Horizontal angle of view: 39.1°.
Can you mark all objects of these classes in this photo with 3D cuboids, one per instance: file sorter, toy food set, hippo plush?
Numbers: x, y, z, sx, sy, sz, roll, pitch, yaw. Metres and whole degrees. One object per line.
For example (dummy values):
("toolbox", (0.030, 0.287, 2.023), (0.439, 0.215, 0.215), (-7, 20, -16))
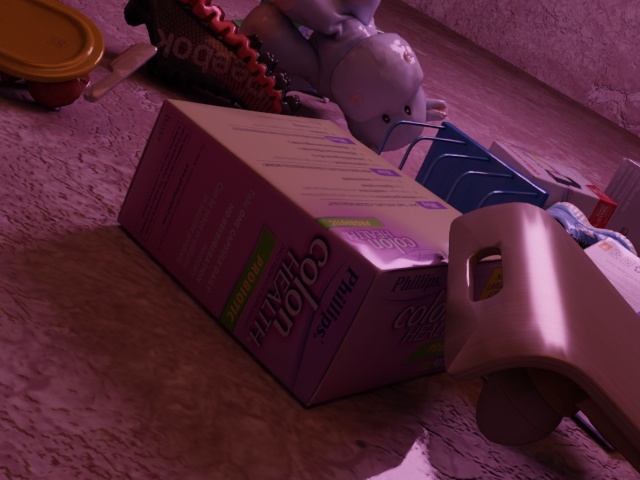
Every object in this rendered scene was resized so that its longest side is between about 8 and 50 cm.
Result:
("file sorter", (0.143, -0.048, 1.020), (0.104, 0.118, 0.170), (2, 32, -43))
("toy food set", (0.196, 0.129, 0.610), (0.306, 0.092, 0.220), (47, 22, -12))
("hippo plush", (0.029, -0.216, 1.241), (0.294, 0.234, 0.237), (70, -5, -57))
("toy food set", (-0.293, -0.184, 0.915), (0.217, 0.071, 0.128), (25, 45, 0))

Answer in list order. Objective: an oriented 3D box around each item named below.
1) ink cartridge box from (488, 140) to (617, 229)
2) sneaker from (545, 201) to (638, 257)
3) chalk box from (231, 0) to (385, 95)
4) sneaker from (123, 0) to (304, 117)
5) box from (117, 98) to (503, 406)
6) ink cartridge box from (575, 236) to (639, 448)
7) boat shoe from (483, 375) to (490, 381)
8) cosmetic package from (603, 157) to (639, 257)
("ink cartridge box", (0.340, -0.074, 1.371), (0.175, 0.072, 0.127), (15, 24, -29))
("sneaker", (0.361, 0.009, 1.245), (0.073, 0.063, 0.162), (-17, 40, -36))
("chalk box", (-0.034, -0.321, 1.431), (0.213, 0.132, 0.132), (12, 25, -34))
("sneaker", (-0.141, -0.228, 1.144), (0.276, 0.135, 0.097), (48, 7, -7))
("box", (0.000, 0.000, 0.738), (0.243, 0.117, 0.213), (38, 24, 30))
("ink cartridge box", (0.279, 0.099, 0.880), (0.208, 0.045, 0.206), (-23, 44, -23))
("boat shoe", (0.157, 0.068, 0.815), (0.254, 0.079, 0.095), (36, 25, 29))
("cosmetic package", (0.560, -0.017, 1.422), (0.107, 0.127, 0.238), (9, 25, -39))
